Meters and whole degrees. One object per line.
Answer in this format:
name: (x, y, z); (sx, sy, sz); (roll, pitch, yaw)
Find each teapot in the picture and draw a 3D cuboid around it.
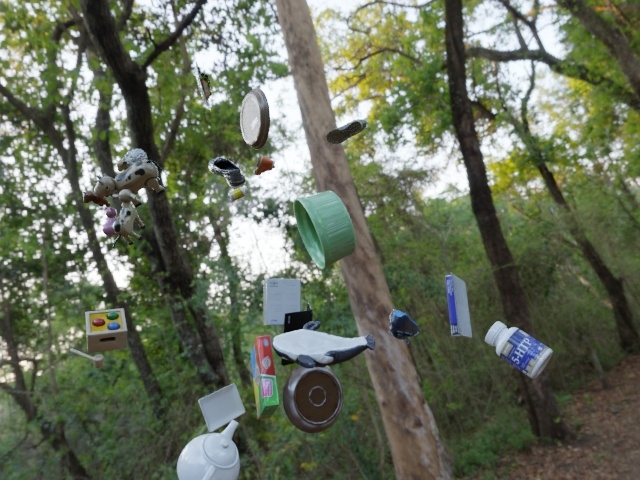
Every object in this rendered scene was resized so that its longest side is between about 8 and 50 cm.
teapot: (-0.399, 0.819, 1.846); (0.252, 0.256, 0.187); (16, -64, -43)

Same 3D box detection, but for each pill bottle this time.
pill bottle: (-0.353, -0.203, 2.132); (0.083, 0.043, 0.043); (-28, -13, -9)
pill bottle: (0.637, 0.348, 1.603); (0.112, 0.186, 0.112); (-31, -41, -32)

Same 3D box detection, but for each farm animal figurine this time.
farm animal figurine: (-0.713, -0.179, 1.795); (0.327, 0.330, 0.172); (-46, -32, -14)

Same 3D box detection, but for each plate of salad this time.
plate of salad: (-0.472, -0.635, 2.027); (0.048, 0.200, 0.200); (-16, -15, -4)

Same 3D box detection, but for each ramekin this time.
ramekin: (0.019, -0.050, 1.965); (0.148, 0.304, 0.303); (-22, -13, -14)

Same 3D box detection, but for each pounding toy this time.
pounding toy: (-0.762, 0.332, 1.699); (0.180, 0.206, 0.094); (-2, -58, -27)

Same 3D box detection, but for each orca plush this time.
orca plush: (0.011, 0.313, 1.413); (0.287, 0.151, 0.102); (-11, -47, -8)

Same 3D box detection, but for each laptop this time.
laptop: (-0.111, 0.419, 2.256); (0.136, 0.235, 0.264); (4, 5, -8)

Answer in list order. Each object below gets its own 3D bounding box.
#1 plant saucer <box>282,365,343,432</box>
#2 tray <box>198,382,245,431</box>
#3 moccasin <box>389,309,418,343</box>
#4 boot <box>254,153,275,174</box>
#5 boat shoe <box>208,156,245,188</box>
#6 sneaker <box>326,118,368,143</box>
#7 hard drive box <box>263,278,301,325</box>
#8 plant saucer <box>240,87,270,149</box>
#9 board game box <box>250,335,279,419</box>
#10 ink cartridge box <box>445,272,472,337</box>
plant saucer: (-0.021, 0.709, 2.241); (0.310, 0.311, 0.050); (-10, -11, -29)
tray: (-0.442, 0.742, 2.203); (0.030, 0.145, 0.270); (-26, -10, 22)
moccasin: (0.391, 0.432, 2.454); (0.137, 0.117, 0.342); (16, -14, 31)
boot: (-0.244, -0.319, 2.169); (0.084, 0.059, 0.158); (13, -18, -13)
boat shoe: (-0.469, -0.365, 2.466); (0.112, 0.335, 0.096); (-23, -51, -25)
sneaker: (0.119, -0.460, 2.079); (0.192, 0.064, 0.086); (-15, 14, 43)
hard drive box: (-0.194, 0.312, 2.501); (0.180, 0.232, 0.089); (3, -11, -19)
plant saucer: (-0.309, -0.562, 2.291); (0.041, 0.278, 0.278); (-6, -18, -32)
board game box: (-0.261, 0.633, 2.280); (0.064, 0.317, 0.242); (-2, -32, -18)
ink cartridge box: (0.503, 0.245, 1.826); (0.045, 0.224, 0.224); (-11, -20, 26)
